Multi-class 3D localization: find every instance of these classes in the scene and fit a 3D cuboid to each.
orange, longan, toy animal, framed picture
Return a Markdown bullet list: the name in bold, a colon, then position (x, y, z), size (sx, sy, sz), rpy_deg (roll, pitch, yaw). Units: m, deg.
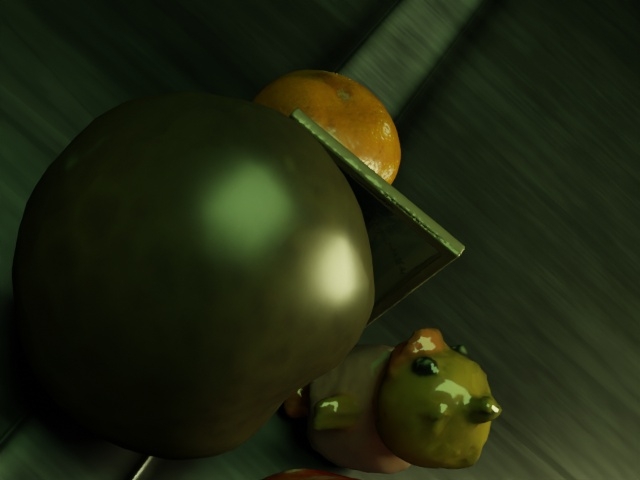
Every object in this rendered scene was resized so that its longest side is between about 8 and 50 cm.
- **orange**: position (-0.004, -0.136, 1.554), size (0.240, 0.171, 0.240), rpy_deg (19, 41, -18)
- **longan**: position (-0.138, 0.037, 1.151), size (0.404, 0.404, 0.336), rpy_deg (38, 16, -6)
- **toy animal**: position (0.095, 0.198, 1.303), size (0.195, 0.281, 0.169), rpy_deg (-16, 89, -44)
- **framed picture**: position (0.000, 0.000, 1.332), size (0.247, 0.335, 0.022), rpy_deg (40, 56, -4)

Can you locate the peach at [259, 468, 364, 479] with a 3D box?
- **peach**: position (0.015, 0.353, 1.134), size (0.275, 0.248, 0.245), rpy_deg (8, 30, -43)
